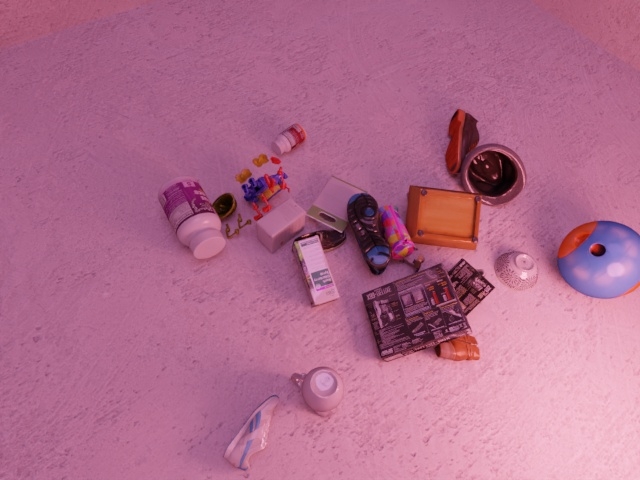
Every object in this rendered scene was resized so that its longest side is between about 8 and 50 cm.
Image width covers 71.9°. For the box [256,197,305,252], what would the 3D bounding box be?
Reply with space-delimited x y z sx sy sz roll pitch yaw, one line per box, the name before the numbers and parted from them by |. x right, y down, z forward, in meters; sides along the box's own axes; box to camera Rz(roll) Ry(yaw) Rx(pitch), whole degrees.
box | -0.150 -0.057 1.680 0.170 0.130 0.091 -38 70 -24

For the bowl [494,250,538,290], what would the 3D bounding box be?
bowl | 0.769 0.102 1.697 0.170 0.080 0.170 2 59 -3

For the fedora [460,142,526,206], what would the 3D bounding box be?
fedora | 0.721 -0.292 1.875 0.275 0.244 0.124 39 25 -11

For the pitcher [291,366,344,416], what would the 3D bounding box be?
pitcher | -0.017 0.449 1.350 0.178 0.207 0.125 30 61 14

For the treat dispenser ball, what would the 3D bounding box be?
treat dispenser ball | 1.032 0.070 1.617 0.288 0.288 0.288 2 59 -4

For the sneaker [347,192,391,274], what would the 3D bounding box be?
sneaker | 0.177 -0.027 1.692 0.125 0.139 0.340 -10 60 0

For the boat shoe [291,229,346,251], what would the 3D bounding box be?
boat shoe | -0.001 -0.001 1.692 0.224 0.073 0.080 -15 62 -13

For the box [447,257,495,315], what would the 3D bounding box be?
box | 0.495 0.176 1.561 0.147 0.077 0.180 43 100 11

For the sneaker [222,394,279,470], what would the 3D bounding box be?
sneaker | -0.191 0.576 1.336 0.092 0.087 0.228 35 70 7

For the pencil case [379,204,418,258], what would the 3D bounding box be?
pencil case | 0.287 -0.036 1.698 0.104 0.104 0.236 -9 46 -10

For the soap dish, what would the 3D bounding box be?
soap dish | 0.484 -0.091 1.719 0.291 0.118 0.228 7 88 -3

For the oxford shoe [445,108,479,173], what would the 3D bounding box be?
oxford shoe | 0.653 -0.441 1.984 0.133 0.130 0.363 18 62 -5

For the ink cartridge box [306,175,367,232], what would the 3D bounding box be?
ink cartridge box | 0.066 -0.140 1.792 0.171 0.056 0.235 27 62 11

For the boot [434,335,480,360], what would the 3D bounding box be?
boot | 0.472 0.330 1.550 0.152 0.073 0.197 8 57 -10

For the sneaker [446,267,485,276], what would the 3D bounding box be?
sneaker | 0.492 0.134 1.646 0.235 0.095 0.090 -2 61 -4

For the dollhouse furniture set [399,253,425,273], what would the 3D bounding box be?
dollhouse furniture set | 0.349 0.062 1.666 0.081 0.114 0.091 28 63 16

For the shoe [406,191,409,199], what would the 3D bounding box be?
shoe | 0.444 -0.152 1.831 0.081 0.063 0.178 -37 74 -24

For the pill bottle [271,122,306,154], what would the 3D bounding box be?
pill bottle | -0.140 -0.442 1.935 0.086 0.086 0.152 41 64 18

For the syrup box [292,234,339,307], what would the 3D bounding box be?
syrup box | -0.019 0.112 1.578 0.093 0.096 0.236 -17 78 -12

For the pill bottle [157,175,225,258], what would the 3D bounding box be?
pill bottle | -0.474 -0.084 1.645 0.169 0.169 0.301 -26 66 -19

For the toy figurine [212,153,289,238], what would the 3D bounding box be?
toy figurine | -0.231 -0.170 1.746 0.362 0.217 0.191 -38 78 23

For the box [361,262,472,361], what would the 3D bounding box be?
box | 0.317 0.245 1.496 0.307 0.076 0.242 -24 59 15
